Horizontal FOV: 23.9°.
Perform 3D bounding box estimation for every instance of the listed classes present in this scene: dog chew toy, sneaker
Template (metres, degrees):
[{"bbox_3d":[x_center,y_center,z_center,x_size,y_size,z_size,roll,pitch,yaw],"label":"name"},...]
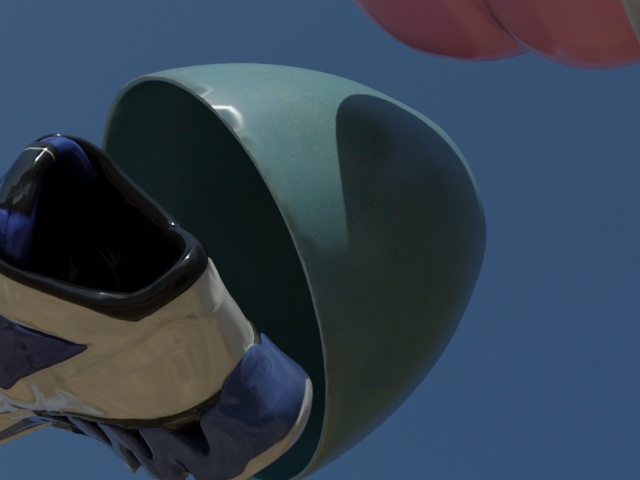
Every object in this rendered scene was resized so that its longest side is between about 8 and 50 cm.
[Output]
[{"bbox_3d":[0.154,-0.193,0.895,0.331,0.206,0.207,23,-53,44],"label":"dog chew toy"},{"bbox_3d":[-0.165,0.026,0.856,0.315,0.127,0.182,1,-52,31],"label":"sneaker"}]

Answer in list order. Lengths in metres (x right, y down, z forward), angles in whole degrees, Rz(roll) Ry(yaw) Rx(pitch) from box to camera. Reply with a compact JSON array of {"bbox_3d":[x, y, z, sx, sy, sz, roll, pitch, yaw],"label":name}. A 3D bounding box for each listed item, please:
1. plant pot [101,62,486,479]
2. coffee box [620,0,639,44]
[{"bbox_3d":[0.000,0.000,1.059,0.290,0.195,0.290,38,-41,44],"label":"plant pot"},{"bbox_3d":[0.317,-0.038,0.306,0.338,0.334,0.338,-34,-112,43],"label":"coffee box"}]
